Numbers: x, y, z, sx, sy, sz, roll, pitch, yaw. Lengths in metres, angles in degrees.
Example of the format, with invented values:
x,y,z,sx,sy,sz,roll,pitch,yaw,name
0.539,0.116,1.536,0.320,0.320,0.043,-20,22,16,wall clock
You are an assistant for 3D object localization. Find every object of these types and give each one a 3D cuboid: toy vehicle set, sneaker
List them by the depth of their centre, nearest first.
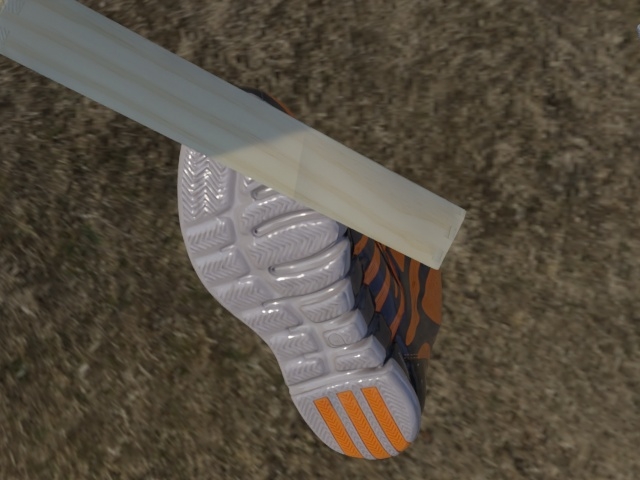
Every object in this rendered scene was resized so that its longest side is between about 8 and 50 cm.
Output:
x,y,z,sx,sy,sz,roll,pitch,yaw,name
-0.069,-0.073,0.692,0.267,0.166,0.035,26,95,-32,toy vehicle set
0.000,0.000,1.036,0.124,0.180,0.321,-11,120,23,sneaker

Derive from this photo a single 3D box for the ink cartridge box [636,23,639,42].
x,y,z,sx,sy,sz,roll,pitch,yaw,name
0.371,-0.170,1.088,0.179,0.145,0.045,-29,138,3,ink cartridge box
